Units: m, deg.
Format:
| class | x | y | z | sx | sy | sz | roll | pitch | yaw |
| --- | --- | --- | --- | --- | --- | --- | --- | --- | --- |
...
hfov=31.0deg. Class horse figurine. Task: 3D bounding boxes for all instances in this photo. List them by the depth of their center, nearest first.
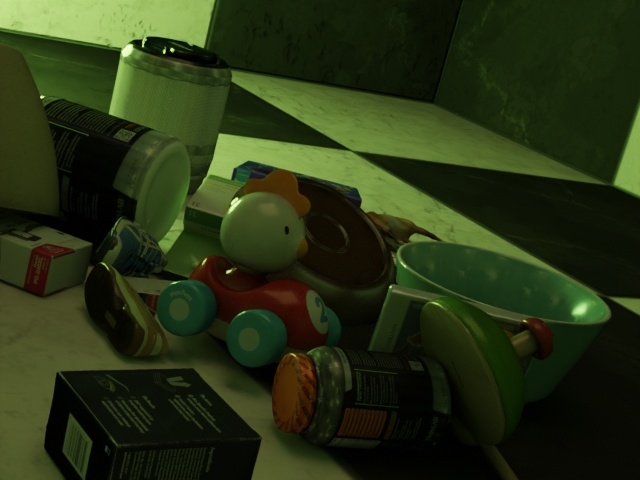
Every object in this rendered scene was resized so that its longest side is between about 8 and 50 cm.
| class | x | y | z | sx | sy | sz | roll | pitch | yaw |
| --- | --- | --- | --- | --- | --- | --- | --- | --- | --- |
| horse figurine | 0.139 | -0.009 | 2.232 | 0.174 | 0.066 | 0.263 | 31 | 19 | 30 |

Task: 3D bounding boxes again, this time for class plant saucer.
| class | x | y | z | sx | sy | sz | roll | pitch | yaw |
| --- | --- | --- | --- | --- | --- | --- | --- | --- | --- |
| plant saucer | 0.000 | 0.000 | 1.846 | 0.311 | 0.050 | 0.310 | 23 | 37 | -19 |

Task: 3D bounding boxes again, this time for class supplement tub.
| class | x | y | z | sx | sy | sz | roll | pitch | yaw |
| --- | --- | --- | --- | --- | --- | --- | --- | --- | --- |
| supplement tub | 0.047 | 0.186 | 1.357 | 0.190 | 0.117 | 0.117 | 9 | 16 | -23 |
| supplement tub | -0.390 | -0.121 | 1.892 | 0.316 | 0.193 | 0.193 | 20 | 16 | 15 |

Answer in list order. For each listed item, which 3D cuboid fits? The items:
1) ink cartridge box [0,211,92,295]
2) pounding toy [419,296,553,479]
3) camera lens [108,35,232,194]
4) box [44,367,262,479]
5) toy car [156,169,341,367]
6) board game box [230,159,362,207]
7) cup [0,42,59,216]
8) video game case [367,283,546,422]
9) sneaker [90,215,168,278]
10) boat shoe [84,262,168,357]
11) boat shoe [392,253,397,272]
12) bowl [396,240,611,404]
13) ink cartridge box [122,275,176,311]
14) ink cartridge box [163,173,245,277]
| class | x | y | z | sx | sy | sz | roll | pitch | yaw |
| --- | --- | --- | --- | --- | --- | --- | --- | --- | --- |
| ink cartridge box | -0.416 | 0.017 | 1.622 | 0.151 | 0.063 | 0.109 | 19 | 16 | 15 |
| pounding toy | 0.215 | 0.159 | 1.367 | 0.110 | 0.236 | 0.183 | -23 | 27 | -15 |
| camera lens | -0.303 | -0.250 | 2.272 | 0.219 | 0.274 | 0.219 | 13 | 16 | -4 |
| box | -0.169 | 0.201 | 1.146 | 0.158 | 0.093 | 0.156 | 3 | 19 | -34 |
| toy car | -0.066 | 0.027 | 1.529 | 0.210 | 0.237 | 0.219 | 21 | 8 | 22 |
| board game box | -0.047 | -0.081 | 2.184 | 0.233 | 0.078 | 0.347 | 14 | 6 | -1 |
| cup | -0.532 | -0.171 | 1.680 | 0.331 | 0.236 | 0.331 | 8 | -2 | 0 |
| video game case | 0.160 | 0.153 | 1.460 | 0.201 | 0.183 | 0.023 | 13 | 33 | -6 |
| sneaker | -0.274 | 0.017 | 1.691 | 0.081 | 0.080 | 0.211 | 38 | 8 | 2 |
| boat shoe | -0.252 | 0.097 | 1.513 | 0.072 | 0.068 | 0.190 | 19 | 21 | -37 |
| boat shoe | 0.166 | 0.052 | 2.112 | 0.100 | 0.035 | 0.035 | 13 | 42 | -20 |
| bowl | 0.239 | 0.128 | 1.654 | 0.312 | 0.163 | 0.311 | 14 | 16 | -4 |
| ink cartridge box | -0.234 | 0.078 | 1.641 | 0.115 | 0.029 | 0.063 | 7 | 18 | -24 |
| ink cartridge box | -0.143 | -0.013 | 1.871 | 0.171 | 0.056 | 0.235 | 17 | 32 | 7 |
